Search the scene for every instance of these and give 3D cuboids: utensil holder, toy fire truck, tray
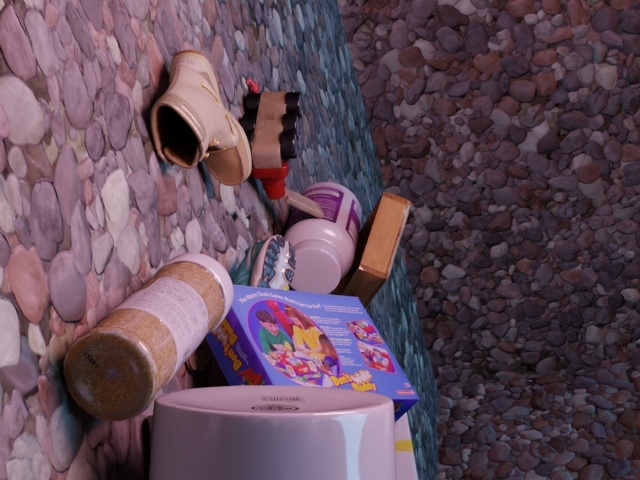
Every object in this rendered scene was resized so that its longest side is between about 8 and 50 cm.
[{"bbox_3d":[-0.060,0.387,1.252,0.327,0.328,0.385,6,84,-77],"label":"utensil holder"},{"bbox_3d":[-0.077,-0.173,2.170,0.217,0.159,0.246,-86,173,-47],"label":"toy fire truck"},{"bbox_3d":[0.099,0.071,2.353,0.411,0.076,0.202,116,-6,-63],"label":"tray"}]

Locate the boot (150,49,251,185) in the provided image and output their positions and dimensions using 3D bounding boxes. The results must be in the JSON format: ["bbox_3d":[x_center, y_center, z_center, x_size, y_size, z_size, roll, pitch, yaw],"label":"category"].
[{"bbox_3d":[-0.199,-0.164,1.691,0.203,0.095,0.262,-82,157,-54],"label":"boot"}]

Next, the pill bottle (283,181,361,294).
[{"bbox_3d":[0.000,0.000,2.298,0.301,0.169,0.169,-74,152,-61],"label":"pill bottle"}]

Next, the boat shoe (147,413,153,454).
[{"bbox_3d":[-0.166,0.272,1.513,0.302,0.109,0.094,-8,87,-75],"label":"boat shoe"}]

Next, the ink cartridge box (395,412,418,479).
[{"bbox_3d":[0.150,0.531,2.503,0.279,0.160,0.384,50,30,-88],"label":"ink cartridge box"}]

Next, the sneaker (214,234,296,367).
[{"bbox_3d":[-0.126,0.116,1.797,0.107,0.110,0.275,43,52,-33],"label":"sneaker"}]

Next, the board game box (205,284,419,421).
[{"bbox_3d":[-0.017,0.194,1.672,0.347,0.078,0.233,10,40,-47],"label":"board game box"}]

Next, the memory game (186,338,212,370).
[{"bbox_3d":[-0.209,0.123,1.634,0.186,0.012,0.186,-9,90,-78],"label":"memory game"}]

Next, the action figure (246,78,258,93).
[{"bbox_3d":[-0.137,-0.313,2.233,0.038,0.030,0.115,-93,162,-48],"label":"action figure"}]

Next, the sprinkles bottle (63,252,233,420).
[{"bbox_3d":[-0.218,0.117,1.348,0.355,0.121,0.121,-54,134,-72],"label":"sprinkles bottle"}]
